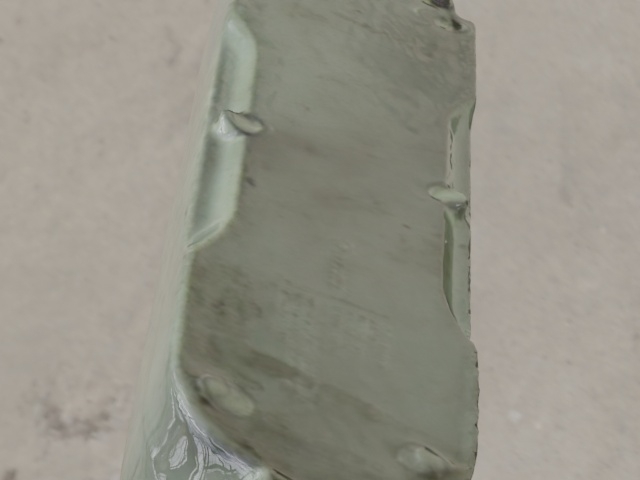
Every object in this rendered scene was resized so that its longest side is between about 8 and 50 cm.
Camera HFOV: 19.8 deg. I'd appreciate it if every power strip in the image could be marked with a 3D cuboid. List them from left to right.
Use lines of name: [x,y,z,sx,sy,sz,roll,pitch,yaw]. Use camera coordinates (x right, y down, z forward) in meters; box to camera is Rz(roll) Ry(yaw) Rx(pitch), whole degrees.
power strip: [0.001,-0.002,0.473,0.286,0.080,0.048,-86,16,-61]
